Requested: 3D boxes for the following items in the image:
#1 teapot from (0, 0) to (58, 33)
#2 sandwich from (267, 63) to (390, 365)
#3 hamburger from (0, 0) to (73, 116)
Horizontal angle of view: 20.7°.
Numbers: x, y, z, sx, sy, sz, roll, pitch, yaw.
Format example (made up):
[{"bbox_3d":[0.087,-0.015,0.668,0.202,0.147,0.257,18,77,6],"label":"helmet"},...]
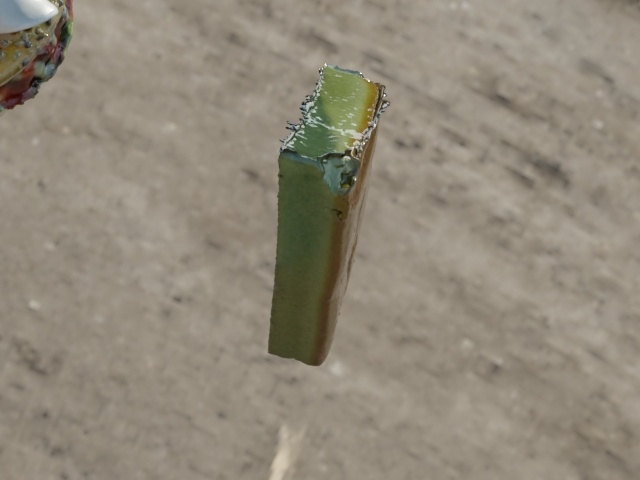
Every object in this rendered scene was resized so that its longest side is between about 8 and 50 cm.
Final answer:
[{"bbox_3d":[-0.314,-0.236,1.189,0.300,0.166,0.208,11,41,31],"label":"teapot"},{"bbox_3d":[0.000,0.000,1.297,0.063,0.212,0.245,11,21,5],"label":"sandwich"},{"bbox_3d":[-0.355,-0.231,1.524,0.300,0.176,0.300,5,68,-12],"label":"hamburger"}]
